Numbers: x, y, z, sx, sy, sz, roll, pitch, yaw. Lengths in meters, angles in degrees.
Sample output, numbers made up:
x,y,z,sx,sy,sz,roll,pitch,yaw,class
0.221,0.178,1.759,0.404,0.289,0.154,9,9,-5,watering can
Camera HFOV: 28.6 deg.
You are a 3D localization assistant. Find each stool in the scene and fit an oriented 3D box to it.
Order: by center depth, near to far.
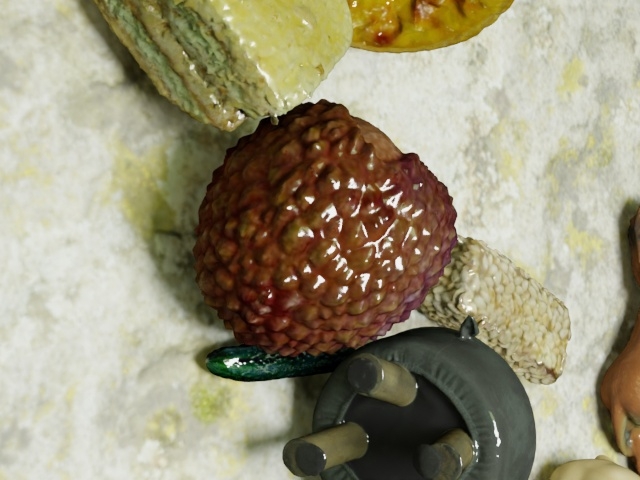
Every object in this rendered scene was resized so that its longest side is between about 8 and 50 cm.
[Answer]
x,y,z,sx,sy,sz,roll,pitch,yaw,class
0.067,0.169,0.911,0.139,0.153,0.228,-7,95,-61,stool

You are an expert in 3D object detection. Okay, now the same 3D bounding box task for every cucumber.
x,y,z,sx,sy,sz,roll,pitch,yaw,class
-0.031,0.088,0.932,0.133,0.032,0.032,-2,86,-42,cucumber

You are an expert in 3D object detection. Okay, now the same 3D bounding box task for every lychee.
x,y,z,sx,sy,sz,roll,pitch,yaw,class
0.000,0.000,0.882,0.188,0.188,0.188,6,81,-41,lychee

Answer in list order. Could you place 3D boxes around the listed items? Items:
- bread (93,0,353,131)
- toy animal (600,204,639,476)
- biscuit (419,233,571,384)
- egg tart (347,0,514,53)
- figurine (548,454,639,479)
x,y,z,sx,sy,sz,roll,pitch,yaw,class
-0.074,-0.178,0.867,0.196,0.102,0.138,54,49,-12,bread
0.335,0.098,1.225,0.157,0.097,0.312,31,67,-21,toy animal
0.151,0.062,1.070,0.168,0.070,0.082,33,68,-36,biscuit
0.058,-0.257,0.962,0.202,0.202,0.147,27,55,-36,egg tart
0.269,0.275,1.130,0.114,0.108,0.196,-51,127,-5,figurine
